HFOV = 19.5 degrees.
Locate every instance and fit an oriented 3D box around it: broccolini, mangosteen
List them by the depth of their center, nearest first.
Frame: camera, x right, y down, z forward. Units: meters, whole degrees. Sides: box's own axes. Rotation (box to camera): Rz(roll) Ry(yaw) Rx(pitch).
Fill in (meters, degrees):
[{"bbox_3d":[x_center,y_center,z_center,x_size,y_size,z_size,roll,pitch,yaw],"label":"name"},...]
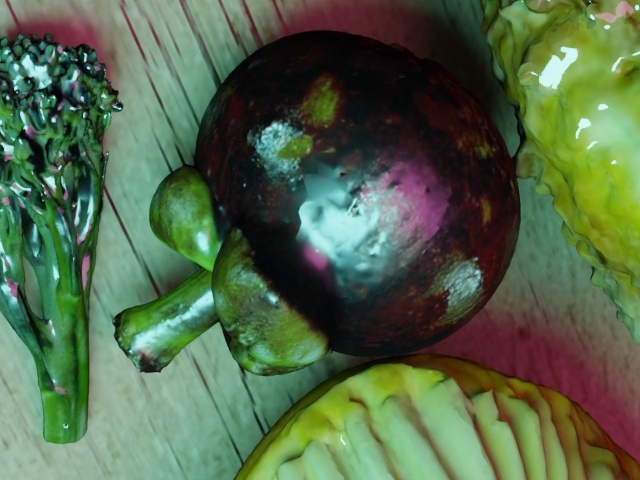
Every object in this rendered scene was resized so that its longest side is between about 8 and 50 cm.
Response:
[{"bbox_3d":[-0.119,0.002,0.874,0.091,0.068,0.203,-30,116,-43],"label":"broccolini"},{"bbox_3d":[0.007,-0.009,0.882,0.172,0.172,0.184,51,53,-28],"label":"mangosteen"}]

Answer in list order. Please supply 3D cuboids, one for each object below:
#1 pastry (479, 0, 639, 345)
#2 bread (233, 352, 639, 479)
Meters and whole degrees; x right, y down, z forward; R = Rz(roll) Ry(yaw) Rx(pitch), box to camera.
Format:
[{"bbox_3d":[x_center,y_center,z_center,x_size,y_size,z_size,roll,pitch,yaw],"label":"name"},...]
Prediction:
[{"bbox_3d":[0.253,-0.101,0.937,0.337,0.292,0.405,39,52,-5],"label":"pastry"},{"bbox_3d":[0.099,0.215,0.973,0.236,0.183,0.389,-32,132,3],"label":"bread"}]
